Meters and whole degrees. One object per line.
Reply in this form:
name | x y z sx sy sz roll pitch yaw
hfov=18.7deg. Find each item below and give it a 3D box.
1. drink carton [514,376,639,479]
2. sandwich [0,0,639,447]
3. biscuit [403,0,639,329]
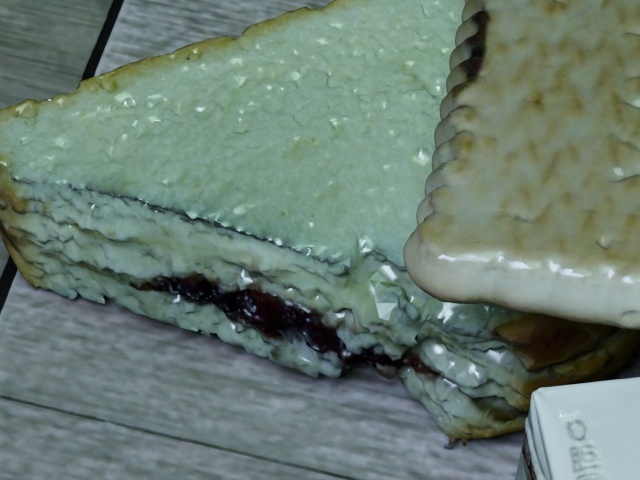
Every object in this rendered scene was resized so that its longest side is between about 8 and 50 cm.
drink carton | 0.200 0.213 0.759 0.194 0.132 0.324 -7 63 -4
sandwich | 0.000 -0.003 0.945 0.288 0.099 0.254 -19 58 -13
biscuit | 0.163 -0.070 0.897 0.217 0.044 0.325 6 41 6
